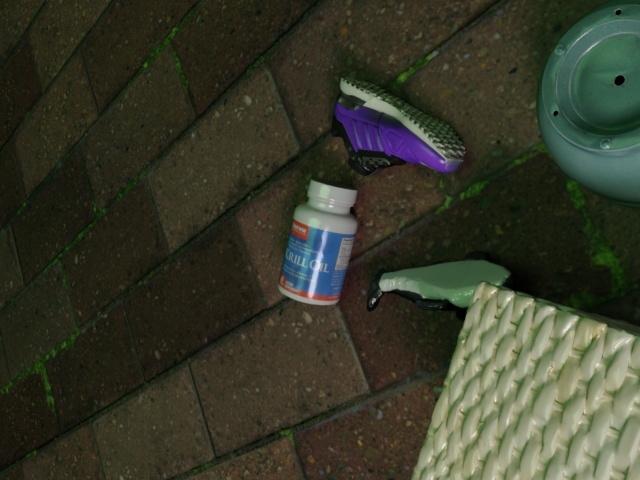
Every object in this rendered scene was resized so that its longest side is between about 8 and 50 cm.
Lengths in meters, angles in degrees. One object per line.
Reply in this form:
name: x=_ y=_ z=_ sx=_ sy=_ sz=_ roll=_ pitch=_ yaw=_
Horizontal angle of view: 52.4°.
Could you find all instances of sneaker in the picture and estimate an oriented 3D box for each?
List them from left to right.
sneaker: x=0.123 y=-0.168 z=1.145 sx=0.293 sy=0.102 sz=0.146 roll=43 pitch=120 yaw=37

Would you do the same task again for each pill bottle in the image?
pill bottle: x=0.000 y=0.000 z=1.226 sx=0.124 sy=0.124 sz=0.221 roll=21 pitch=104 yaw=39

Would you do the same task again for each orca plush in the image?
orca plush: x=0.202 y=0.103 z=1.071 sx=0.287 sy=0.151 sz=0.102 roll=-13 pitch=113 yaw=37

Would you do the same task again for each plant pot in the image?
plant pot: x=0.403 y=-0.191 z=0.833 sx=0.293 sy=0.196 sz=0.293 roll=0 pitch=89 yaw=41

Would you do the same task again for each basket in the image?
basket: x=0.324 y=0.254 z=0.777 sx=0.328 sy=0.266 sz=0.331 roll=20 pitch=93 yaw=56
